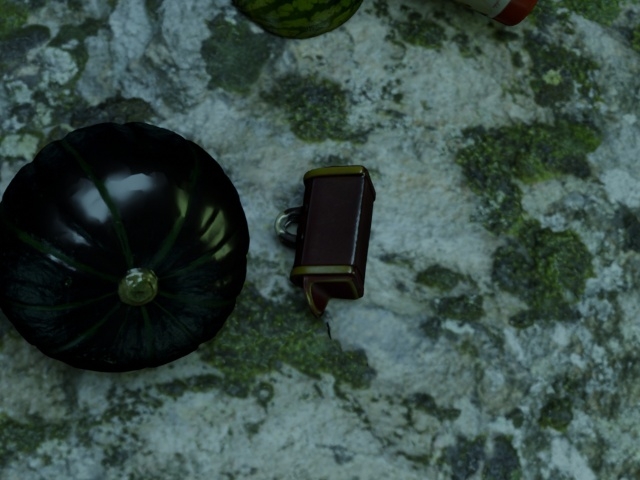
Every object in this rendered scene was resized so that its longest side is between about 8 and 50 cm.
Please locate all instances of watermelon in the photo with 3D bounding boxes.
[{"bbox_3d":[-0.005,-0.276,1.527,0.163,0.069,0.087,-29,79,-18],"label":"watermelon"}]

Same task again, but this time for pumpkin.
[{"bbox_3d":[-0.197,-0.005,1.352,0.248,0.248,0.248,2,72,-7],"label":"pumpkin"}]

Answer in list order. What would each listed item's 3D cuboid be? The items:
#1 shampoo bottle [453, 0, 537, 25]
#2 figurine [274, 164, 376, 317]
[{"bbox_3d":[0.108,-0.331,1.513,0.278,0.104,0.104,23,70,-14],"label":"shampoo bottle"},{"bbox_3d":[0.000,0.001,1.438,0.098,0.082,0.154,7,71,9],"label":"figurine"}]
